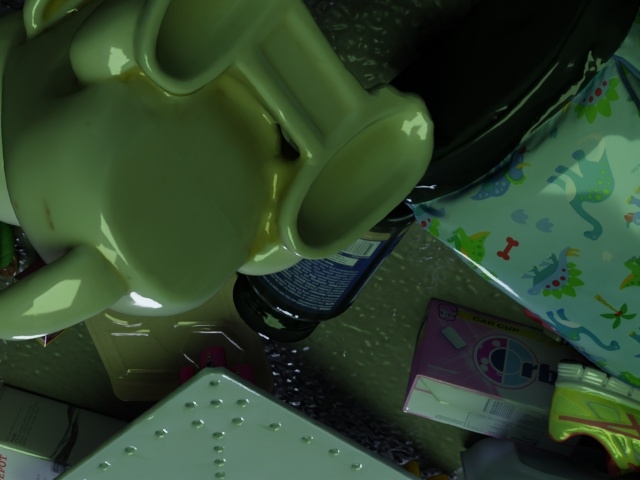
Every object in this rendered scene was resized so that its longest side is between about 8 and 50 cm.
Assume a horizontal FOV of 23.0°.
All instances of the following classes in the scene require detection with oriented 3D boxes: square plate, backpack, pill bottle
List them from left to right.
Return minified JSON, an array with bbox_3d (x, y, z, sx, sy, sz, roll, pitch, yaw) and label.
[{"bbox_3d":[0.000,0.000,1.494,0.123,0.123,0.219,26,134,-10],"label":"pill bottle"},{"bbox_3d":[0.255,-0.040,1.328,0.355,0.273,0.290,32,127,-32],"label":"backpack"},{"bbox_3d":[0.315,0.258,1.577,0.347,0.344,0.049,12,92,4],"label":"square plate"}]

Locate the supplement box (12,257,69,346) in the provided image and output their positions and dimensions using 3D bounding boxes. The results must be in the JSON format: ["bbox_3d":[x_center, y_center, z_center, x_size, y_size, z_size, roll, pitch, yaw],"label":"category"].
[{"bbox_3d":[-0.295,0.066,1.669,0.055,0.043,0.083,41,149,14],"label":"supplement box"}]

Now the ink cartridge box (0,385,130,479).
[{"bbox_3d":[-0.296,0.278,1.860,0.218,0.092,0.158,16,133,-3],"label":"ink cartridge box"}]

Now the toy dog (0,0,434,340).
[{"bbox_3d":[-0.169,-0.083,1.300,0.284,0.395,0.408,41,166,-34],"label":"toy dog"}]

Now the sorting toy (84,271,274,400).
[{"bbox_3d":[-0.160,0.085,1.683,0.193,0.038,0.208,-2,127,17],"label":"sorting toy"}]

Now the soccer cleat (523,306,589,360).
[{"bbox_3d":[0.364,0.083,1.504,0.331,0.143,0.116,22,178,17],"label":"soccer cleat"}]

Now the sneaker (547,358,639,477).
[{"bbox_3d":[0.312,0.190,1.502,0.208,0.094,0.081,22,177,7],"label":"sneaker"}]

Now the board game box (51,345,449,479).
[{"bbox_3d":[-0.110,0.303,1.771,0.390,0.050,0.390,-37,128,28],"label":"board game box"}]

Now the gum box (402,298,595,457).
[{"bbox_3d":[0.187,0.140,1.590,0.188,0.107,0.062,16,135,-1],"label":"gum box"}]

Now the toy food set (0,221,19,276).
[{"bbox_3d":[-0.363,-0.003,1.635,0.128,0.071,0.218,30,136,19],"label":"toy food set"}]
